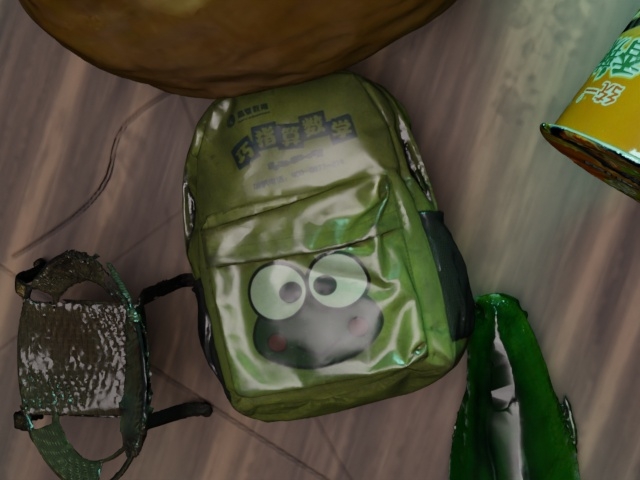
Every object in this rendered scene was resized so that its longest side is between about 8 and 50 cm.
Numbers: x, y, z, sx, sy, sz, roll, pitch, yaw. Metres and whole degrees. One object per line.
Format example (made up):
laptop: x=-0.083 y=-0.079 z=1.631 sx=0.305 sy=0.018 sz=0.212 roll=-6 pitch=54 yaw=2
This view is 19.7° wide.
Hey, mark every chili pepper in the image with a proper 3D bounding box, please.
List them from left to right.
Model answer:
chili pepper: x=0.139 y=0.146 z=1.397 sx=0.108 sy=0.062 sz=0.216 roll=-8 pitch=93 yaw=11

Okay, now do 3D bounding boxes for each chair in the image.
chair: x=-0.166 y=0.091 z=1.374 sx=0.149 sy=0.213 sz=0.174 roll=2 pitch=95 yaw=5

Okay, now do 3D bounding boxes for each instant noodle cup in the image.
instant noodle cup: x=0.294 y=-0.096 z=1.272 sx=0.230 sy=0.230 sz=0.182 roll=31 pitch=91 yaw=6

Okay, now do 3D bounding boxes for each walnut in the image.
walnut: x=-0.045 y=-0.284 z=1.258 sx=0.398 sy=0.308 sz=0.354 roll=-26 pitch=88 yaw=11

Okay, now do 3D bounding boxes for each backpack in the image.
backpack: x=0.000 y=0.000 z=1.372 sx=0.207 sy=0.140 sz=0.253 roll=-14 pitch=87 yaw=12
